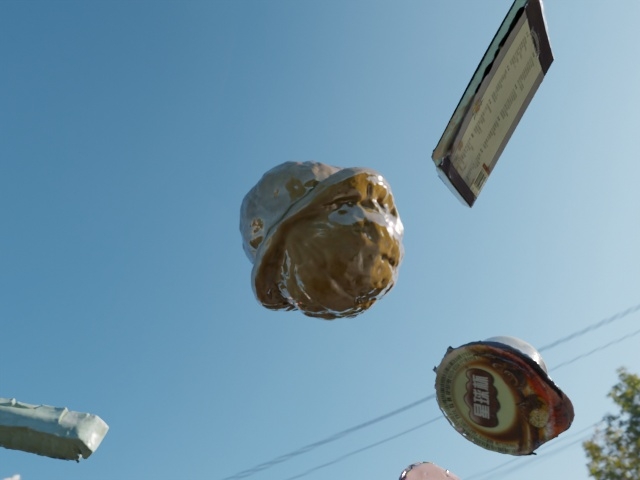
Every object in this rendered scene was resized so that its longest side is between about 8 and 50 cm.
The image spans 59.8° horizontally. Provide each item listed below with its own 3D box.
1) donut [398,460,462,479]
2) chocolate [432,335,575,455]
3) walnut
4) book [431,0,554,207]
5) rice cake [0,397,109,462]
[{"bbox_3d":[0.259,0.602,1.260,0.232,0.199,0.085,-11,-53,-59],"label":"donut"},{"bbox_3d":[0.313,0.232,0.930,0.147,0.221,0.221,-31,-28,-46],"label":"chocolate"},{"bbox_3d":[0.000,0.000,0.763,0.257,0.224,0.257,-36,-24,-18],"label":"walnut"},{"bbox_3d":[0.214,-0.166,0.682,0.231,0.026,0.157,-61,-32,0],"label":"book"},{"bbox_3d":[-0.501,0.276,0.857,0.336,0.066,0.063,13,-64,-2],"label":"rice cake"}]
